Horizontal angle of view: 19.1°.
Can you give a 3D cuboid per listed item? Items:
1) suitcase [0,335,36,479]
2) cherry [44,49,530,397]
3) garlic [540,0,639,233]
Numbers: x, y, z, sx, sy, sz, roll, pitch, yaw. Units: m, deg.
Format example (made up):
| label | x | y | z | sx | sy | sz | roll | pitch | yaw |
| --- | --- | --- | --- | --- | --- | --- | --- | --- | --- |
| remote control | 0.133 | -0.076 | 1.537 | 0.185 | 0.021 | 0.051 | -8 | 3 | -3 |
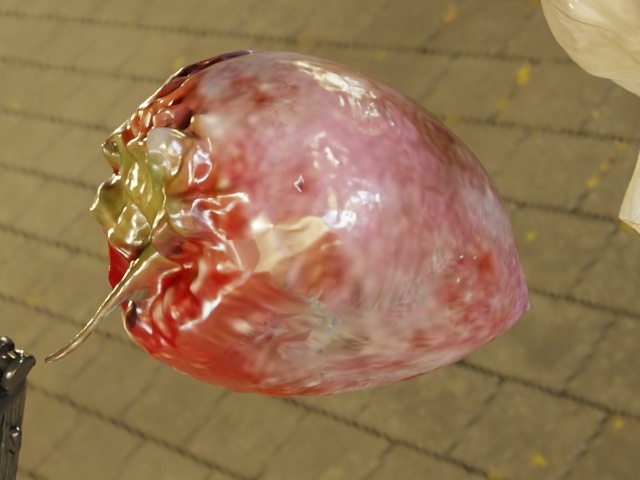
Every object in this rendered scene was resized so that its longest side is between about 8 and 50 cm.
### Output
| label | x | y | z | sx | sy | sz | roll | pitch | yaw |
| --- | --- | --- | --- | --- | --- | --- | --- | --- | --- |
| suitcase | -0.312 | 0.131 | 1.167 | 0.152 | 0.229 | 0.335 | -45 | -16 | -34 |
| cherry | 0.000 | 0.000 | 1.009 | 0.175 | 0.249 | 0.192 | -101 | 31 | -61 |
| garlic | 0.178 | -0.100 | 0.846 | 0.218 | 0.218 | 0.212 | -4 | 56 | 47 |
